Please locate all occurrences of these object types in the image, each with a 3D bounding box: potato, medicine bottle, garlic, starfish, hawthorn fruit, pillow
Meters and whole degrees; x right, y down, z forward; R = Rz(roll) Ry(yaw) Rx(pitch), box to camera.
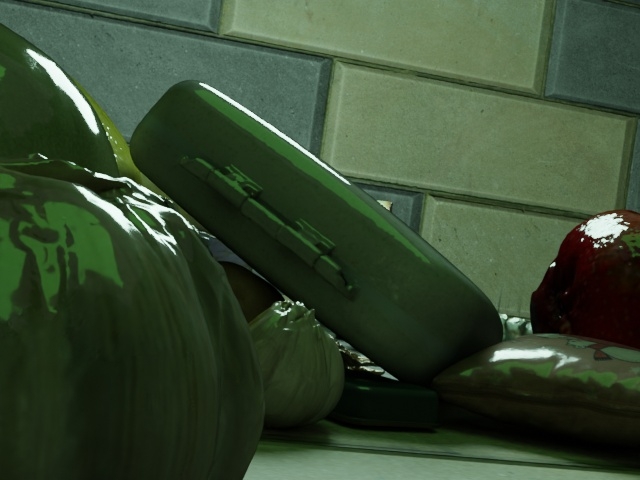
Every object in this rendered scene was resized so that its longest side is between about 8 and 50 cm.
[{"bbox_3d":[-0.082,0.077,1.086,0.112,0.112,0.147,8,8,-40],"label":"potato"},{"bbox_3d":[0.000,0.000,1.076,0.375,0.123,0.282,37,-2,21],"label":"medicine bottle"},{"bbox_3d":[-0.127,0.042,0.419,0.228,0.152,0.228,5,4,0],"label":"garlic"},{"bbox_3d":[-0.024,0.096,0.799,0.113,0.094,0.074,18,32,-56],"label":"garlic"},{"bbox_3d":[-0.010,0.117,1.195,0.133,0.041,0.130,8,-2,-35],"label":"starfish"},{"bbox_3d":[0.360,0.096,1.189,0.266,0.210,0.230,23,-17,-7],"label":"hawthorn fruit"},{"bbox_3d":[0.236,0.127,0.959,0.223,0.084,0.236,9,4,28],"label":"pillow"}]

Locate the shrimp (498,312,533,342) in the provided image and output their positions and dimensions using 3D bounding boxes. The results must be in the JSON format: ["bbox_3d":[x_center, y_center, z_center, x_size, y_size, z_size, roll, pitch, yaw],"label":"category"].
[{"bbox_3d":[0.275,0.110,1.386,0.287,0.068,0.185,-11,-34,19],"label":"shrimp"}]

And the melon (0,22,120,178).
[{"bbox_3d":[-0.257,-0.025,0.667,0.308,0.271,0.272,29,5,13],"label":"melon"}]

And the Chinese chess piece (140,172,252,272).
[{"bbox_3d":[-0.211,0.003,1.388,0.270,0.112,0.270,-5,-28,-3],"label":"Chinese chess piece"}]

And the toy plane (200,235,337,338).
[{"bbox_3d":[-0.087,0.091,1.286,0.273,0.107,0.182,19,-34,9],"label":"toy plane"}]

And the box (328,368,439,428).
[{"bbox_3d":[0.031,0.125,0.912,0.091,0.031,0.126,8,-2,-29],"label":"box"}]

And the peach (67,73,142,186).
[{"bbox_3d":[-0.325,-0.045,1.094,0.316,0.281,0.314,18,-13,-41],"label":"peach"}]

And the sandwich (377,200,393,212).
[{"bbox_3d":[0.045,0.038,1.723,0.108,0.220,0.186,9,0,7],"label":"sandwich"}]
